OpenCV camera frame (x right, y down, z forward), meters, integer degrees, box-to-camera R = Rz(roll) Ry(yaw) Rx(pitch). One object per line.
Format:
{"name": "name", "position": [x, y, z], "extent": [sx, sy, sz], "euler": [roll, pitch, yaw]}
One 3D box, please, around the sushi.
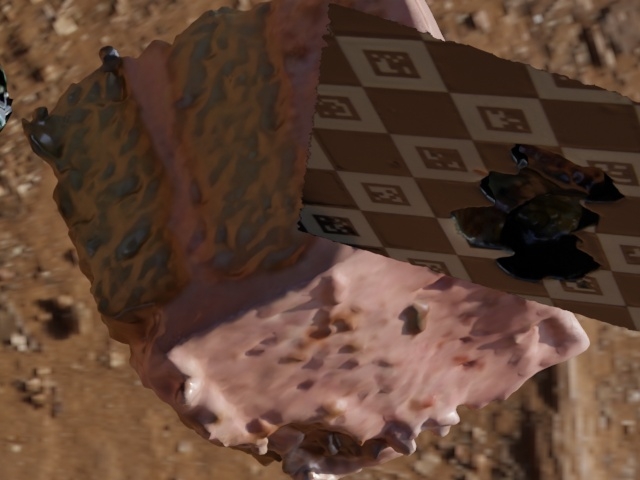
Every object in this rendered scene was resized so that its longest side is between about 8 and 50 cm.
{"name": "sushi", "position": [0.122, -0.047, 1.051], "extent": [0.264, 0.290, 0.050], "euler": [17, 67, 1]}

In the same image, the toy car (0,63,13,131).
{"name": "toy car", "position": [-0.317, -0.002, 1.003], "extent": [0.176, 0.213, 0.359], "euler": [44, 47, -51]}

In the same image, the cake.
{"name": "cake", "position": [0.000, 0.000, 1.365], "extent": [0.306, 0.314, 0.293], "euler": [-28, 55, 7]}
